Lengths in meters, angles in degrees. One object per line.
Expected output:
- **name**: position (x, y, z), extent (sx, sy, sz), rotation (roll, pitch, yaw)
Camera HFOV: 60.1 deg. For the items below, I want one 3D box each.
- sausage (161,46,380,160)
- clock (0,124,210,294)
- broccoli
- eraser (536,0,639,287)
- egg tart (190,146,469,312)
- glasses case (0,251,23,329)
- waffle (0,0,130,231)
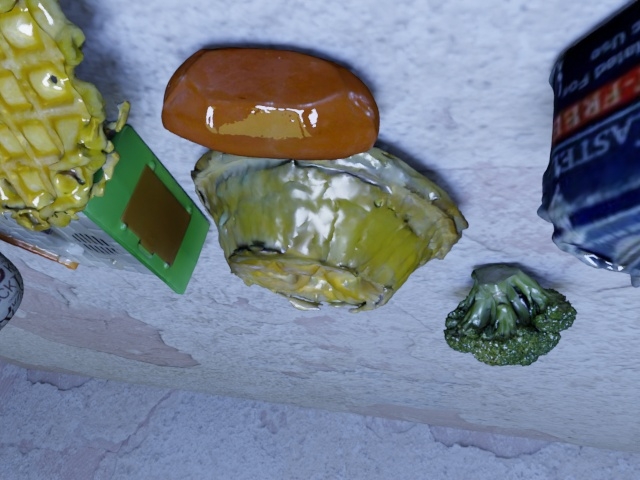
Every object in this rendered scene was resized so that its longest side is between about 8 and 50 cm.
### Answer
- **sausage**: position (-0.041, -0.107, 0.439), extent (0.179, 0.089, 0.089), rotation (5, 155, 0)
- **clock**: position (-0.304, -0.042, 0.683), extent (0.255, 0.106, 0.220), rotation (8, 154, 18)
- **broccoli**: position (0.246, 0.100, 0.717), extent (0.162, 0.146, 0.138), rotation (6, 127, 48)
- **eraser**: position (0.254, -0.094, 0.255), extent (0.101, 0.155, 0.332), rotation (22, 153, -19)
- **egg tart**: position (0.000, 0.000, 0.607), extent (0.314, 0.120, 0.315), rotation (10, 159, 4)
- **glasses case**: position (-0.519, -0.007, 0.670), extent (0.354, 0.137, 0.085), rotation (39, 162, 5)
- **waffle**: position (-0.290, -0.125, 0.459), extent (0.262, 0.060, 0.280), rotation (34, 137, -3)
